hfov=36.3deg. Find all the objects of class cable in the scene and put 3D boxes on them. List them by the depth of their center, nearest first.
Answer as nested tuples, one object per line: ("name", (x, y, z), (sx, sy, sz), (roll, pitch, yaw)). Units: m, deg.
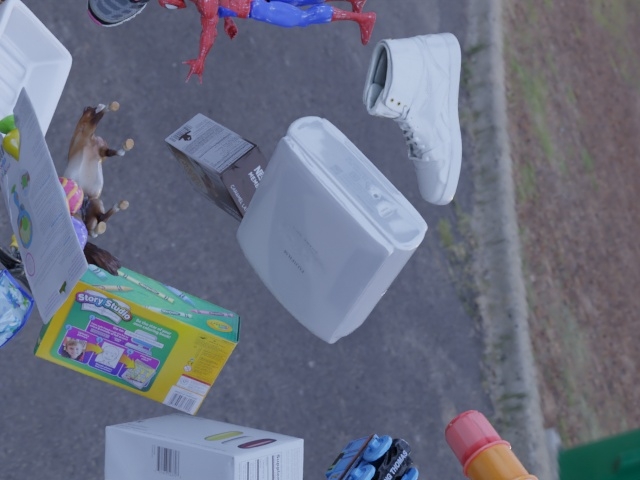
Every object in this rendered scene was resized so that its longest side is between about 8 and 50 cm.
("cable", (-0.525, 0.048, 1.666), (0.287, 0.072, 0.139), (-44, 126, -79))

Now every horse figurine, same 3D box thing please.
("horse figurine", (-0.322, -0.081, 1.376), (0.066, 0.174, 0.263), (8, 80, -37))

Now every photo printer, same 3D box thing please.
("photo printer", (0.000, 0.000, 1.475), (0.107, 0.307, 0.256), (-31, 73, -37))

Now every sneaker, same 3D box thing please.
("sneaker", (-0.194, -0.308, 1.104), (0.063, 0.170, 0.075), (52, -9, -14))
("sneaker", (0.145, -0.198, 1.643), (0.169, 0.108, 0.292), (-9, 103, -29))

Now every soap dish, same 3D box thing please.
("soap dish", (-0.611, -0.300, 1.871), (0.229, 0.118, 0.291), (51, 46, -55))

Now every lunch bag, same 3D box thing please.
("lunch bag", (-0.522, 0.131, 1.466), (0.096, 0.129, 0.151), (55, 24, -32))

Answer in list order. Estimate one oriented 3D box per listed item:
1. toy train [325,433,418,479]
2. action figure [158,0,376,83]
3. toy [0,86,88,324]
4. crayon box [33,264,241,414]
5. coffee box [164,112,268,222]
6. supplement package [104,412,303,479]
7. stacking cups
("toy train", (0.042, 0.307, 1.166), (0.080, 0.105, 0.184), (52, 46, -8))
("action figure", (-0.082, -0.280, 1.298), (0.280, 0.139, 0.091), (5, 44, -19))
("toy", (-0.308, -0.042, 1.119), (0.056, 0.137, 0.237), (-10, 66, -41))
("crayon box", (-0.286, 0.148, 1.535), (0.278, 0.165, 0.081), (24, 26, -15))
("coffee box", (-0.187, -0.138, 1.902), (0.246, 0.098, 0.141), (33, -22, 50))
("supplement package", (-0.169, 0.370, 1.389), (0.145, 0.262, 0.204), (1, 91, -52))
("stacking cups", (0.259, 0.357, 1.246), (0.096, 0.096, 0.316), (39, 10, -45))
